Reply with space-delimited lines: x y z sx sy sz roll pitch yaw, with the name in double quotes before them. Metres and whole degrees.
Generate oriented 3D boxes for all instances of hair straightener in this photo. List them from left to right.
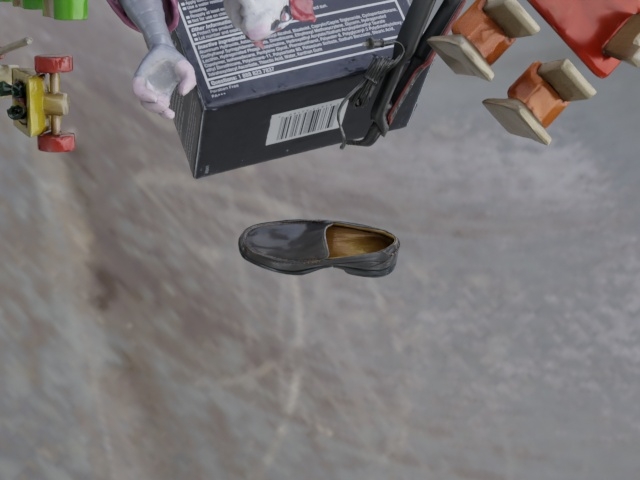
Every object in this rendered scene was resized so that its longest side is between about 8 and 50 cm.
"hair straightener" 0.075 -0.206 1.653 0.089 0.230 0.047 25 15 -31

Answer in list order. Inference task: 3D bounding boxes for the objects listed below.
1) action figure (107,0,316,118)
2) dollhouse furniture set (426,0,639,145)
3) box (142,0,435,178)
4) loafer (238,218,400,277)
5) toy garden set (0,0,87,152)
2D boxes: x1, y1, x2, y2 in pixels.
"action figure" -0.115 -0.265 0.985 0.276 0.248 0.370 40 -15 40
"dollhouse furniture set" 0.189 -0.255 1.238 0.259 0.262 0.135 45 -4 -17
"box" -0.057 -0.270 1.786 0.183 0.296 0.294 109 -37 -63
"loafer" 0.000 0.000 1.498 0.061 0.170 0.062 109 -19 -66
"toy garden set" -0.240 -0.182 1.072 0.049 0.204 0.244 -7 16 -29
